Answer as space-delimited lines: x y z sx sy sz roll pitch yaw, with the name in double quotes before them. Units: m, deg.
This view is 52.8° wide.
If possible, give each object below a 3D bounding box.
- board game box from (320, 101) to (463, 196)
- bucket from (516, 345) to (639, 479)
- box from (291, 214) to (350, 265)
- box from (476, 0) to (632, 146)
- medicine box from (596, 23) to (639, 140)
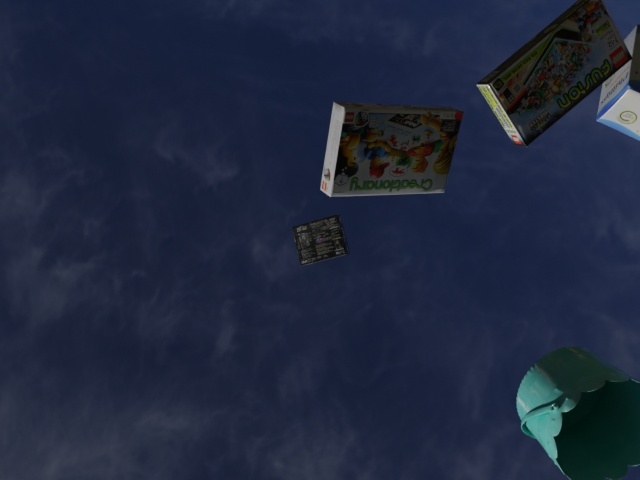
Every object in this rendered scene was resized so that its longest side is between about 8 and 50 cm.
"board game box" 0.156 -0.196 1.396 0.306 0.192 0.053 -5 -153 -27
"bucket" 0.593 0.387 1.451 0.282 0.183 0.280 -5 -70 -14
"box" 0.000 0.000 1.048 0.018 0.083 0.067 -1 -104 -68
"box" 0.338 -0.244 0.929 0.207 0.036 0.114 -40 -71 -3
"medicine box" 0.936 -0.411 1.782 0.264 0.149 0.289 25 -124 0
